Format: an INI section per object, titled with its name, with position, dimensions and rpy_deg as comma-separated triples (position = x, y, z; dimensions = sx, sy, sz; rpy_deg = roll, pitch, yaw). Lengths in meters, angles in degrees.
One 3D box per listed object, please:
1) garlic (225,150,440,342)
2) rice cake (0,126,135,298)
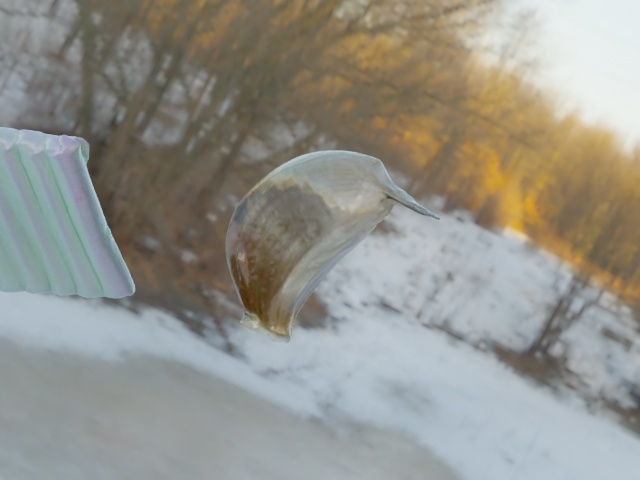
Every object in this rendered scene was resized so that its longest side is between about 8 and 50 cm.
[garlic]
position = 0.004, -0.012, 1.207
dimensions = 0.090, 0.198, 0.128
rpy_deg = 21, 39, -54
[rice cake]
position = -0.295, -0.028, 1.470
dimensions = 0.189, 0.198, 0.037
rpy_deg = 5, 37, 21
